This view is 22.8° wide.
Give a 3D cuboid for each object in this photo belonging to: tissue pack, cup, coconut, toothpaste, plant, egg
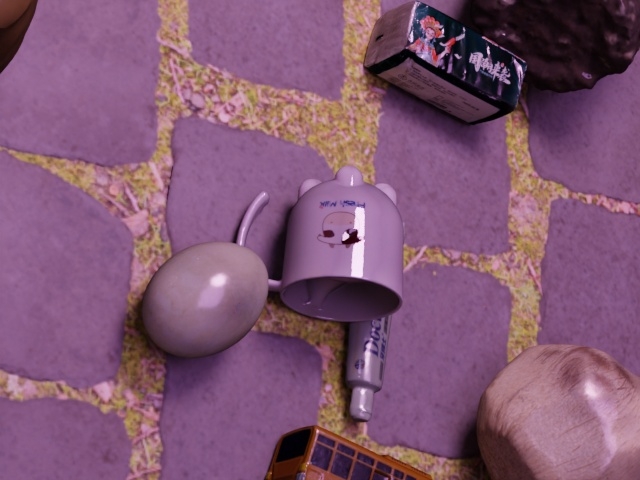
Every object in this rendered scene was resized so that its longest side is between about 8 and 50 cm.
[{"bbox_3d":[0.150,-0.213,1.915,0.170,0.103,0.090,25,72,-23],"label":"tissue pack"},{"bbox_3d":[0.009,0.004,1.769,0.134,0.174,0.142,38,49,-53],"label":"cup"},{"bbox_3d":[0.291,0.213,1.825,0.224,0.224,0.224,9,72,-29],"label":"coconut"},{"bbox_3d":[0.056,0.083,1.817,0.067,0.037,0.255,15,66,-18],"label":"toothpaste"},{"bbox_3d":[0.332,-0.346,1.997,0.215,0.213,0.312,45,49,-11],"label":"plant"},{"bbox_3d":[-0.119,0.060,1.668,0.152,0.114,0.114,-34,95,-38],"label":"egg"}]

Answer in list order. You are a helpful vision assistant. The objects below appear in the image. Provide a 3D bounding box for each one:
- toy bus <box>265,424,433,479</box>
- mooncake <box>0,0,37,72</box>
[{"bbox_3d":[0.043,0.283,1.716,0.201,0.098,0.114,27,64,-21],"label":"toy bus"},{"bbox_3d":[-0.470,-0.310,1.463,0.467,0.262,0.467,6,75,-22],"label":"mooncake"}]
